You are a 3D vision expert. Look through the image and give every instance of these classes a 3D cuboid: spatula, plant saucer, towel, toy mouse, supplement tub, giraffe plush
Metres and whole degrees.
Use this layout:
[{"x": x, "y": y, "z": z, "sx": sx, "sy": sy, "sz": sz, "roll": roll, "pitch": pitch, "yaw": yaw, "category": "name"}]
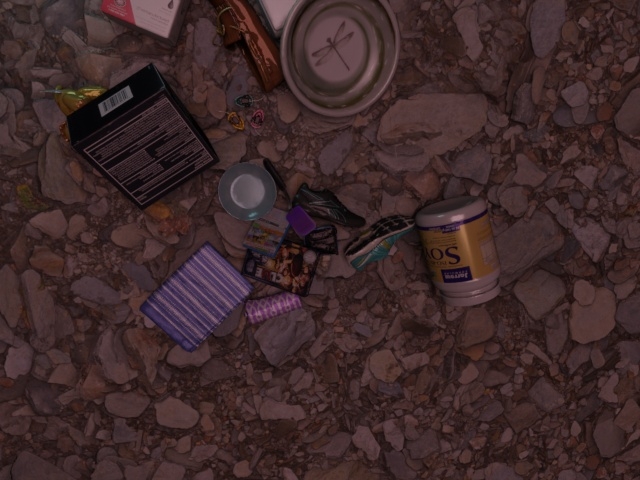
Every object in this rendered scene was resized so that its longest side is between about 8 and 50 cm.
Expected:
[{"x": -0.116, "y": -0.149, "z": 1.526, "sx": 0.084, "sy": 0.030, "sz": 0.296, "roll": -39, "pitch": 75, "yaw": 38, "category": "spatula"}, {"x": -0.243, "y": -0.164, "z": 1.543, "sx": 0.195, "sy": 0.037, "sz": 0.194, "roll": 0, "pitch": 102, "yaw": 1, "category": "plant saucer"}, {"x": -0.426, "y": 0.201, "z": 1.596, "sx": 0.336, "sy": 0.040, "sz": 0.243, "roll": -44, "pitch": 101, "yaw": -1, "category": "towel"}, {"x": -0.233, "y": -0.423, "z": 1.509, "sx": 0.161, "sy": 0.031, "sz": 0.143, "roll": 41, "pitch": 93, "yaw": -13, "category": "toy mouse"}, {"x": 0.479, "y": 0.033, "z": 1.581, "sx": 0.241, "sy": 0.241, "sz": 0.331, "roll": -19, "pitch": 101, "yaw": -4, "category": "supplement tub"}, {"x": -0.723, "y": -0.367, "z": 1.398, "sx": 0.211, "sy": 0.181, "sz": 0.170, "roll": -2, "pitch": 122, "yaw": -18, "category": "giraffe plush"}, {"x": 0.055, "y": -0.598, "z": 1.446, "sx": 0.401, "sy": 0.100, "sz": 0.400, "roll": -9, "pitch": 119, "yaw": -18, "category": "plant saucer"}]

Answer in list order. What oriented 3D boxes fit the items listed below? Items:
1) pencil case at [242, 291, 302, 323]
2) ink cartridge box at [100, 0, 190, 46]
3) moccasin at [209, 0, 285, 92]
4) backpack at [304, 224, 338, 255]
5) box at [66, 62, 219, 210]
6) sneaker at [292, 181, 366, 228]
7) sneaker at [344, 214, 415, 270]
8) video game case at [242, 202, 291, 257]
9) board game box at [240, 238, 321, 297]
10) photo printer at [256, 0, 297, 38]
[{"x": -0.165, "y": 0.225, "z": 1.610, "sx": 0.206, "sy": 0.086, "sz": 0.088, "roll": -17, "pitch": 78, "yaw": -6, "category": "pencil case"}, {"x": -0.498, "y": -0.765, "z": 1.368, "sx": 0.207, "sy": 0.117, "sz": 0.282, "roll": 20, "pitch": 97, "yaw": -11, "category": "ink cartridge box"}, {"x": -0.253, "y": -0.637, "z": 1.425, "sx": 0.147, "sy": 0.139, "sz": 0.380, "roll": -41, "pitch": 112, "yaw": -8, "category": "moccasin"}, {"x": 0.000, "y": 0.000, "z": 1.588, "sx": 0.115, "sy": 0.084, "sz": 0.104, "roll": -6, "pitch": 102, "yaw": -3, "category": "backpack"}, {"x": -0.514, "y": -0.296, "z": 1.353, "sx": 0.296, "sy": 0.182, "sz": 0.294, "roll": -32, "pitch": 140, "yaw": -1, "category": "box"}, {"x": 0.037, "y": -0.113, "z": 1.567, "sx": 0.268, "sy": 0.101, "sz": 0.106, "roll": 18, "pitch": 95, "yaw": -11, "category": "sneaker"}, {"x": 0.214, "y": 0.005, "z": 1.628, "sx": 0.275, "sy": 0.107, "sz": 0.110, "roll": -32, "pitch": 122, "yaw": 3, "category": "sneaker"}, {"x": -0.173, "y": -0.034, "z": 1.540, "sx": 0.119, "sy": 0.015, "sz": 0.166, "roll": 21, "pitch": 72, "yaw": 13, "category": "video game case"}, {"x": -0.136, "y": 0.077, "z": 1.560, "sx": 0.244, "sy": 0.042, "sz": 0.164, "roll": 18, "pitch": 97, "yaw": 13, "category": "board game box"}, {"x": -0.062, "y": -0.813, "z": 1.425, "sx": 0.308, "sy": 0.107, "sz": 0.255, "roll": -27, "pitch": 102, "yaw": -2, "category": "photo printer"}]
